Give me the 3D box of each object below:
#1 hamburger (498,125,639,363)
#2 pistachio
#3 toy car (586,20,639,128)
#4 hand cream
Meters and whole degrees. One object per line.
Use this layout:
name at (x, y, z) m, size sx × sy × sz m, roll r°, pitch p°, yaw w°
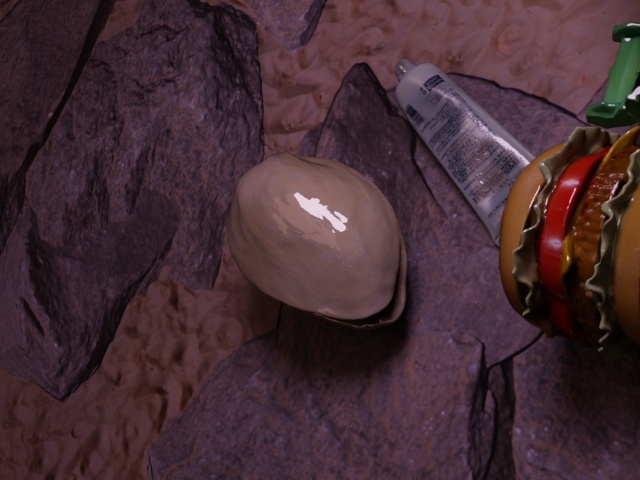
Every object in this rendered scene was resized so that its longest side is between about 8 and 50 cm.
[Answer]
hamburger at (0.325, 0.000, 1.275) m, size 0.212 × 0.274 × 0.274 m, roll 12°, pitch 82°, yaw 39°
pistachio at (0.000, 0.000, 1.583) m, size 0.332 × 0.208 × 0.226 m, roll 39°, pitch 79°, yaw 27°
toy car at (0.500, -0.196, 1.265) m, size 0.358 × 0.176 × 0.213 m, roll 13°, pitch 70°, yaw 18°
hand cream at (0.208, -0.146, 1.575) m, size 0.124 × 0.078 × 0.341 m, roll -45°, pitch 59°, yaw 16°
